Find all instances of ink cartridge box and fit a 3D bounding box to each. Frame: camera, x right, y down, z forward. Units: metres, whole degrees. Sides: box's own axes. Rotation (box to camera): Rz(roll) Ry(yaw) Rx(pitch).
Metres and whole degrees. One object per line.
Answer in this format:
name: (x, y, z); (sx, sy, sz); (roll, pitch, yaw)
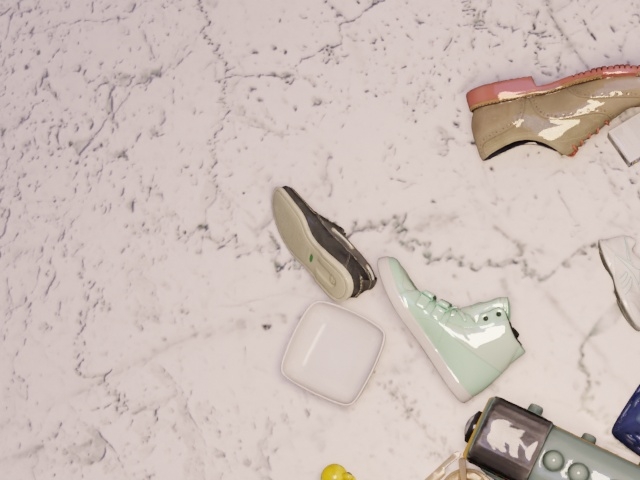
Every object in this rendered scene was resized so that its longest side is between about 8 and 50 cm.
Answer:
ink cartridge box: (0.515, -0.171, 1.745); (0.115, 0.029, 0.063); (-31, 71, 2)

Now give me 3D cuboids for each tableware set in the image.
tableware set: (0.177, 0.417, 1.659); (0.194, 0.039, 0.128); (-43, 71, -1)

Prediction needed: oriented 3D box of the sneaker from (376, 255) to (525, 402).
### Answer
sneaker: (0.204, 0.102, 1.705); (0.151, 0.094, 0.256); (-36, 81, 7)

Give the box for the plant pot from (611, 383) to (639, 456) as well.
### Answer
plant pot: (0.565, 0.231, 1.534); (0.236, 0.212, 0.236); (34, 85, 17)

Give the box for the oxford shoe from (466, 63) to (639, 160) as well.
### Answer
oxford shoe: (0.407, -0.194, 1.738); (0.348, 0.123, 0.130); (-7, 84, 19)

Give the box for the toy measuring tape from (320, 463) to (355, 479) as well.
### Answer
toy measuring tape: (0.034, 0.487, 1.618); (0.121, 0.121, 0.330); (-5, 64, 11)

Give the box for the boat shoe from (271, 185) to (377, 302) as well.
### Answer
boat shoe: (0.000, 0.000, 1.798); (0.079, 0.084, 0.233); (-21, 59, -34)

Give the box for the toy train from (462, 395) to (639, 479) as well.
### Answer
toy train: (0.352, 0.329, 1.565); (0.334, 0.190, 0.142); (26, 83, 17)

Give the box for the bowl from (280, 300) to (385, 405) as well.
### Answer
bowl: (0.023, 0.177, 1.747); (0.142, 0.053, 0.142); (24, 83, 17)

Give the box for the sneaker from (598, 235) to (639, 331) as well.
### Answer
sneaker: (0.469, 0.061, 1.682); (0.061, 0.054, 0.152); (-16, 72, 5)
